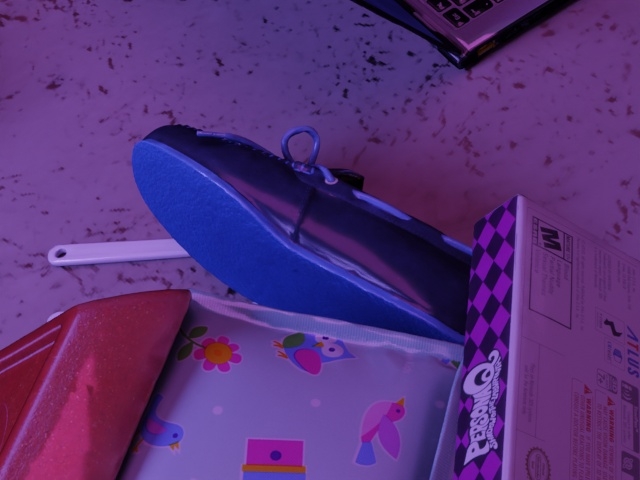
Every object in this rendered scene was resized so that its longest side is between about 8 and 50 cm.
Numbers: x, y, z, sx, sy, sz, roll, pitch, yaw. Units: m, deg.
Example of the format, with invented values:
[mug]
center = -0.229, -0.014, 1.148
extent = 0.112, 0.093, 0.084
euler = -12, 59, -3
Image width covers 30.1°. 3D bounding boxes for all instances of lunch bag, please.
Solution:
[lunch bag]
center = 0.027, 0.162, 0.584
extent = 0.262, 0.160, 0.223
euler = 11, 51, 7

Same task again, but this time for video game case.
[video game case]
center = 0.155, 0.119, 0.566
extent = 0.042, 0.210, 0.232
euler = -36, 35, 46

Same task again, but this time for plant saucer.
[plant saucer]
center = -0.189, 0.151, 0.617
extent = 0.259, 0.048, 0.258
euler = -28, 35, 51

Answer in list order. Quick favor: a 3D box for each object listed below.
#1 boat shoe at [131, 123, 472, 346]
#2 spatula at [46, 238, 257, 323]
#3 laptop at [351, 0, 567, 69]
[boat shoe]
center = 0.000, 0.000, 0.744
extent = 0.258, 0.109, 0.089
euler = 34, 55, 15
[spatula]
center = -0.080, 0.051, 0.781
extent = 0.242, 0.019, 0.168
euler = -4, 54, 12
[laptop]
center = 0.027, -0.335, 0.904
extent = 0.408, 0.236, 0.382
euler = -33, 53, -10
